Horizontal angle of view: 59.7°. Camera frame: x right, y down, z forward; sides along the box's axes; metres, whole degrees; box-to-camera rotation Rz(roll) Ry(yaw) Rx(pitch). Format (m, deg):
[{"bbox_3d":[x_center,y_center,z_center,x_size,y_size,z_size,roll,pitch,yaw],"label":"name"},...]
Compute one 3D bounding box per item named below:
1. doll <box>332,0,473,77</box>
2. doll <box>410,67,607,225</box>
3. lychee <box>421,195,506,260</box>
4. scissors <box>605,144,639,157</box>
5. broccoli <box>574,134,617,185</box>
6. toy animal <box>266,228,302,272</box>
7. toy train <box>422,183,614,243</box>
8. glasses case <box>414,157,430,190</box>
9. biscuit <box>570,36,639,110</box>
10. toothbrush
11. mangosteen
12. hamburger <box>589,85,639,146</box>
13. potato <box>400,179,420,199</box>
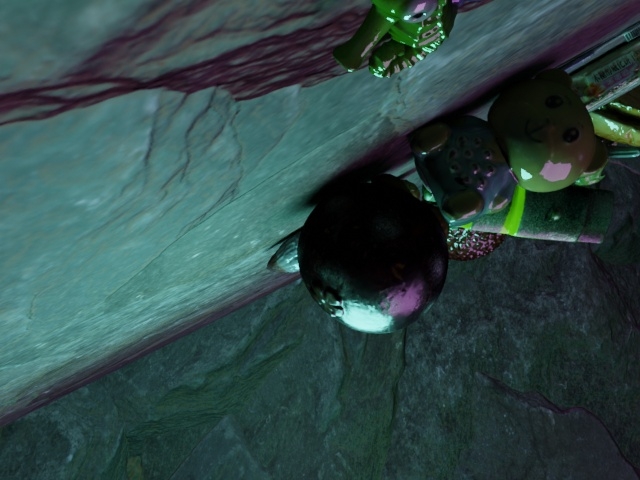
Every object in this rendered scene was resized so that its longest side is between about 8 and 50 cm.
[{"bbox_3d":[0.060,-0.146,0.354,0.115,0.050,0.190,-32,176,13],"label":"doll"},{"bbox_3d":[0.287,-0.138,0.861,0.260,0.177,0.161,-26,171,12],"label":"doll"},{"bbox_3d":[0.430,-0.073,1.691,0.275,0.276,0.304,-29,149,15],"label":"lychee"},{"bbox_3d":[0.622,-0.229,1.421,0.192,0.029,0.447,-38,-160,-9],"label":"scissors"},{"bbox_3d":[0.752,-0.269,1.631,0.269,0.242,0.261,-10,-150,33],"label":"broccoli"},{"bbox_3d":[-0.012,0.009,1.244,0.195,0.091,0.324,-32,-174,-22],"label":"toy animal"},{"bbox_3d":[0.475,-0.088,1.342,0.441,0.179,0.272,5,-169,-17],"label":"toy train"},{"bbox_3d":[0.211,-0.133,1.065,0.049,0.074,0.193,-25,175,12],"label":"glasses case"},{"bbox_3d":[0.513,-0.287,1.059,0.309,0.079,0.186,-29,172,22],"label":"biscuit"},{"bbox_3d":[0.419,-0.288,0.901,0.219,0.019,0.016,-28,180,10],"label":"toothbrush"},{"bbox_3d":[0.099,0.020,0.990,0.287,0.288,0.288,-27,175,-3],"label":"mangosteen"},{"bbox_3d":[0.666,-0.262,1.224,0.155,0.208,0.135,-30,151,-22],"label":"hamburger"},{"bbox_3d":[0.155,-0.087,1.242,0.137,0.070,0.091,-28,180,24],"label":"potato"}]
